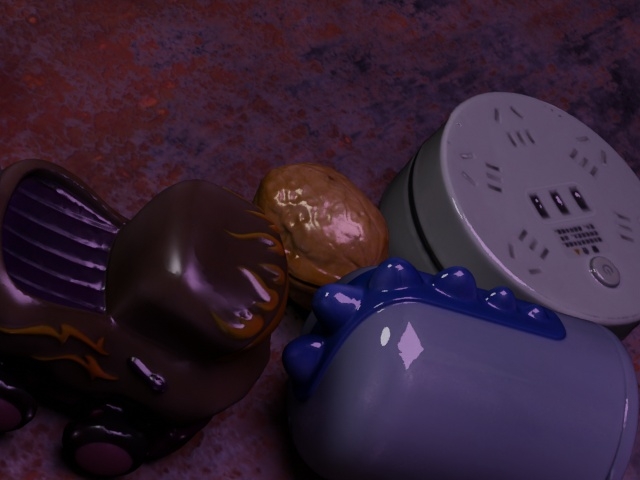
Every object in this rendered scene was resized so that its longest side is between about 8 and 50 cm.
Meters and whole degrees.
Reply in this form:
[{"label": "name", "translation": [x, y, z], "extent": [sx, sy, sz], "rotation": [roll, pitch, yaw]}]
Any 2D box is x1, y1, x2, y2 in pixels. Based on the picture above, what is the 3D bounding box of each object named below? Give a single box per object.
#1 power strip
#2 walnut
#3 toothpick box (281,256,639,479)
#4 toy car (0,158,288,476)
[{"label": "power strip", "translation": [0.239, -0.014, 1.861], "extent": [0.358, 0.161, 0.357], "rotation": [19, 48, -22]}, {"label": "walnut", "translation": [0.000, 0.000, 1.696], "extent": [0.144, 0.144, 0.180], "rotation": [-18, 52, -43]}, {"label": "toothpick box", "translation": [0.126, 0.146, 1.586], "extent": [0.355, 0.263, 0.263], "rotation": [17, 49, -22]}, {"label": "toy car", "translation": [-0.196, 0.044, 1.453], "extent": [0.341, 0.240, 0.271], "rotation": [24, 44, -21]}]
